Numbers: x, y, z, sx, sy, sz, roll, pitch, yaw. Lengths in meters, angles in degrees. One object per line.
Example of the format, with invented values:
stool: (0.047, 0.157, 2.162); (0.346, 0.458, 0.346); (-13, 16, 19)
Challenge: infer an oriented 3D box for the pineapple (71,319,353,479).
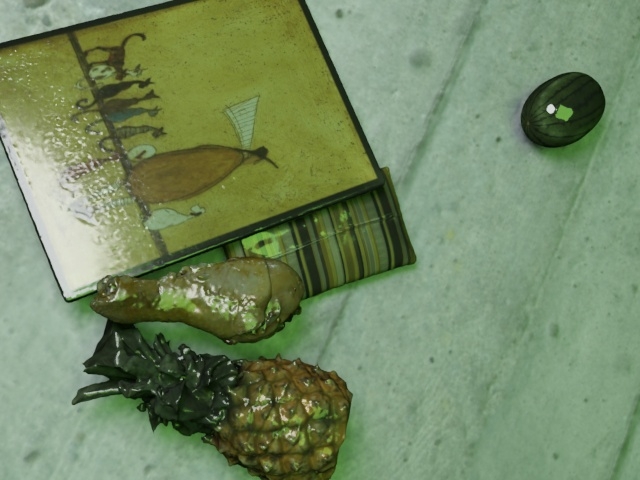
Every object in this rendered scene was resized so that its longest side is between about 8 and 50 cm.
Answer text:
pineapple: (-0.097, 0.145, 0.724); (0.248, 0.128, 0.128); (22, 79, -10)

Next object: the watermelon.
watermelon: (0.281, -0.152, 0.893); (0.111, 0.078, 0.078); (-35, 98, -19)

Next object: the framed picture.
framed picture: (-0.129, -0.115, 0.758); (0.339, 0.014, 0.255); (-21, 83, -20)

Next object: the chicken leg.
chicken leg: (-0.106, 0.053, 0.703); (0.198, 0.069, 0.084); (2, 79, -24)

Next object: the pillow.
pillow: (0.000, 0.000, 0.803); (0.204, 0.038, 0.113); (-19, 93, -20)
